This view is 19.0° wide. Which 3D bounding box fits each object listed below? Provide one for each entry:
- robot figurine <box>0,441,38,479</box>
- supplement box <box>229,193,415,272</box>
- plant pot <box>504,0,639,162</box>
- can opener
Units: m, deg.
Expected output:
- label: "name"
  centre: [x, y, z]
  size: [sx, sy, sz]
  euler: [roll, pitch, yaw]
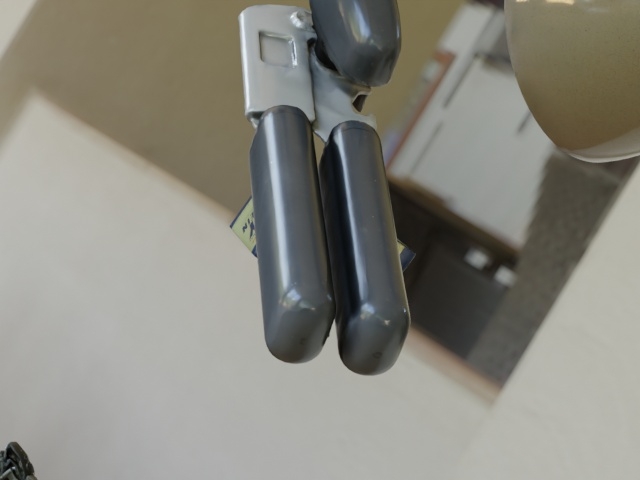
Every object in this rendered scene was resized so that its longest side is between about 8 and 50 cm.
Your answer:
- label: "robot figurine"
  centre: [-0.249, 0.284, 1.486]
  size: [0.291, 0.211, 0.085]
  euler: [41, 4, 13]
- label: "supplement box"
  centre: [0.000, 0.000, 1.144]
  size: [0.083, 0.056, 0.083]
  euler: [34, 3, -18]
- label: "plant pot"
  centre: [0.340, -0.223, 1.861]
  size: [0.191, 0.284, 0.284]
  euler: [-2, -25, 44]
- label: "can opener"
  centre: [0.005, -0.057, 0.989]
  size: [0.076, 0.095, 0.283]
  euler: [11, 37, -14]
